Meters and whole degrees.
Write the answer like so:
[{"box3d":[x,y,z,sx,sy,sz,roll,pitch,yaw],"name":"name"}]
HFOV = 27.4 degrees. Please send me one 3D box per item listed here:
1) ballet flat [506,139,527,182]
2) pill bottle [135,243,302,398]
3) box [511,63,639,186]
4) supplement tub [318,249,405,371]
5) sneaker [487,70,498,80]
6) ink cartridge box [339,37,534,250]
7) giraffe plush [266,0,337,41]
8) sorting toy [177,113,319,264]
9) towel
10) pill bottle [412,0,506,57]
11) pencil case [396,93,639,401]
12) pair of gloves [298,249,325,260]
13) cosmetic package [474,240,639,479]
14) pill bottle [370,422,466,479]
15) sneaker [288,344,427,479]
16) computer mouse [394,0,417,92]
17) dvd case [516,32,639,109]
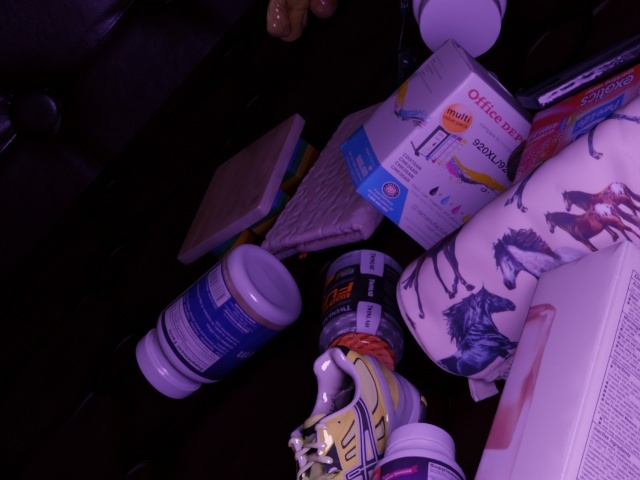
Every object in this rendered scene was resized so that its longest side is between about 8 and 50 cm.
[{"box3d":[0.337,-0.143,1.703,0.250,0.084,0.058,-35,27,47],"name":"ballet flat"},{"box3d":[-0.170,0.137,2.126,0.265,0.153,0.153,-39,24,26],"name":"pill bottle"},{"box3d":[0.365,-0.113,1.531,0.257,0.123,0.128,-24,34,48],"name":"box"},{"box3d":[0.058,0.110,1.779,0.117,0.117,0.190,-39,24,27],"name":"supplement tub"},{"box3d":[0.233,-0.222,2.080,0.119,0.047,0.057,-48,10,3],"name":"sneaker"},{"box3d":[0.176,-0.134,1.867,0.232,0.171,0.168,-45,22,14],"name":"ink cartridge box"},{"box3d":[-0.026,-0.566,3.005,0.170,0.210,0.181,0,31,21],"name":"giraffe plush"},{"box3d":[-0.126,-0.077,2.473,0.255,0.089,0.257,-30,30,42],"name":"sorting toy"},{"box3d":[0.066,-0.113,2.193,0.317,0.053,0.332,-15,38,57],"name":"towel"},{"box3d":[0.237,-0.432,2.245,0.160,0.160,0.283,-39,25,27],"name":"pill bottle"},{"box3d":[0.273,0.005,1.422,0.410,0.183,0.160,-40,-11,38],"name":"pencil case"},{"box3d":[0.000,0.000,2.211,0.083,0.010,0.074,-17,36,51],"name":"pair of gloves"},{"box3d":[0.261,0.169,1.244,0.129,0.153,0.296,-26,31,49],"name":"cosmetic package"},{"box3d":[0.103,0.292,1.408,0.108,0.108,0.193,-37,25,30],"name":"pill bottle"},{"box3d":[0.015,0.291,1.529,0.145,0.147,0.384,-33,29,33],"name":"sneaker"},{"box3d":[0.154,-0.349,2.295,0.071,0.041,0.242,-128,40,-88],"name":"computer mouse"},{"box3d":[0.348,-0.220,1.694,0.180,0.022,0.253,-27,4,6],"name":"dvd case"}]
